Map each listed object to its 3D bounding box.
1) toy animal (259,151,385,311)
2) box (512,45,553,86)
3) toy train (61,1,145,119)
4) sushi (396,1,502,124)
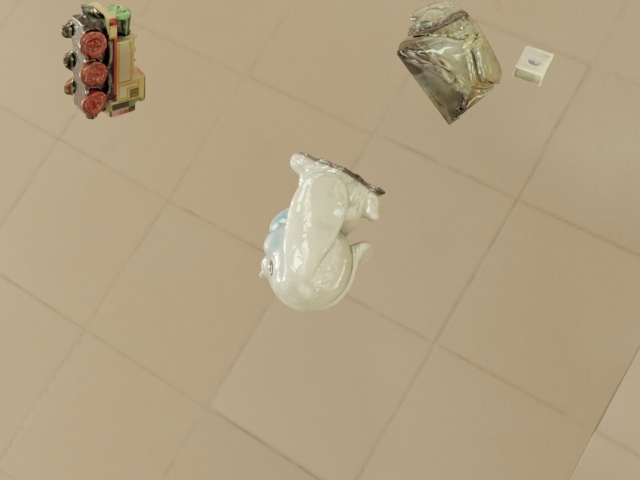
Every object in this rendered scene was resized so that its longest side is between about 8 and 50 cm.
[{"bbox_3d":[0.011,-0.005,1.645,0.174,0.249,0.289,7,82,33],"label":"toy animal"},{"bbox_3d":[0.379,-0.311,1.574,0.054,0.024,0.083,24,46,10],"label":"box"},{"bbox_3d":[-0.240,-0.201,0.986,0.087,0.138,0.050,-26,53,-35],"label":"toy train"},{"bbox_3d":[0.206,-0.297,1.348,0.109,0.273,0.134,-31,109,24],"label":"sushi"}]
